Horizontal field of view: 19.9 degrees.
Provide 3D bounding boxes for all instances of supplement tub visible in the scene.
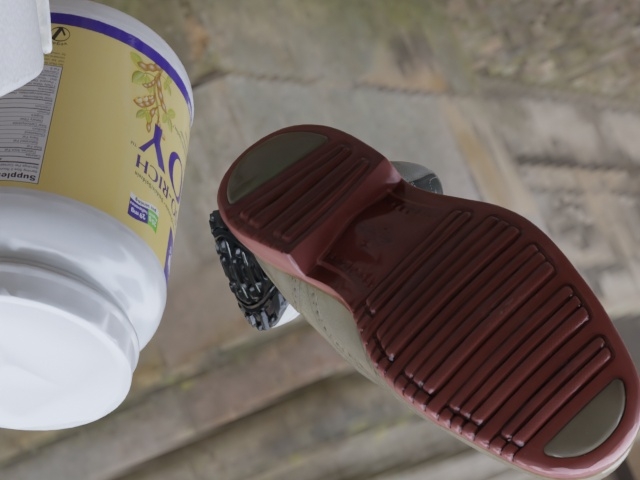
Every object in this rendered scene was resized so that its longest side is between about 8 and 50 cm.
[{"bbox_3d":[-0.246,-0.026,1.613,0.241,0.331,0.241,3,143,2],"label":"supplement tub"}]

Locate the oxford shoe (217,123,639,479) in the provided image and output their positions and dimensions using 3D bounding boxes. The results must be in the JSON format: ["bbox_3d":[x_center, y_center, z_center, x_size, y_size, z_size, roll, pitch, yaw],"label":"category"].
[{"bbox_3d":[0.076,0.048,1.090,0.123,0.348,0.130,-39,134,-9],"label":"oxford shoe"}]

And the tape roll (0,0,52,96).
[{"bbox_3d":[-0.281,-0.065,0.575,0.392,0.072,0.392,-6,-168,1],"label":"tape roll"}]

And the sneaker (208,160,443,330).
[{"bbox_3d":[0.000,0.000,1.373,0.108,0.100,0.271,-22,-177,-28],"label":"sneaker"}]
